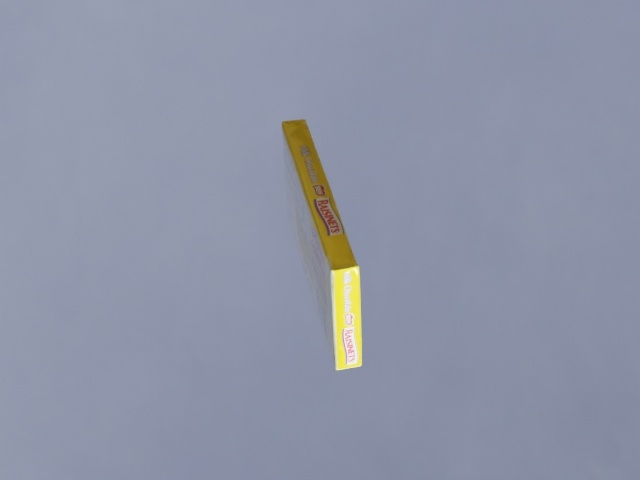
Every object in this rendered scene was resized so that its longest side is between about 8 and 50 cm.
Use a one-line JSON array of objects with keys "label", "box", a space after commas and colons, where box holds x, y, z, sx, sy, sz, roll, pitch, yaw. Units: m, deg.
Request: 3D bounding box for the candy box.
[{"label": "candy box", "box": [0.000, 0.000, 1.576, 0.027, 0.105, 0.206, -7, -142, -9]}]
